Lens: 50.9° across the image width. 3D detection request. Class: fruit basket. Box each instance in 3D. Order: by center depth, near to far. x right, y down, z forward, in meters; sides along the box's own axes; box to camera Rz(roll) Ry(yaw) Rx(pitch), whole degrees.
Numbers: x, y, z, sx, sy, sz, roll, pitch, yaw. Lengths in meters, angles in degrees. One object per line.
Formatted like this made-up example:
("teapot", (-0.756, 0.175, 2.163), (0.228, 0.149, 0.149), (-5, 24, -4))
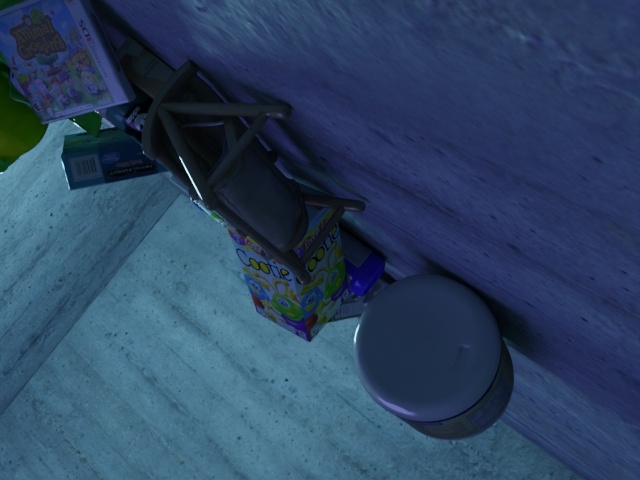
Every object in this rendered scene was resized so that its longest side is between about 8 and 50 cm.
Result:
("fruit basket", (-0.621, -0.314, 1.329), (0.392, 0.392, 0.283), (36, 173, 15))

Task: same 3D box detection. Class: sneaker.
("sneaker", (-0.312, -0.222, 1.269), (0.121, 0.108, 0.302), (39, -171, 4))
("sneaker", (0.129, 0.106, 1.572), (0.281, 0.105, 0.115), (39, -157, -27))

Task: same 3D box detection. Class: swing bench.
("swing bench", (-0.112, -0.099, 0.998), (0.255, 0.165, 0.253), (32, 172, 41))

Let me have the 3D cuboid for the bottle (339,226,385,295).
("bottle", (0.000, 0.000, 1.393), (0.283, 0.092, 0.118), (36, 168, 11))

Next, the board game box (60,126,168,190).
("board game box", (-0.449, -0.205, 1.536), (0.336, 0.254, 0.079), (-142, 41, -66))

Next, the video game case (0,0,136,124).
("video game case", (-0.424, -0.296, 1.090), (0.213, 0.023, 0.193), (-6, 120, 29))

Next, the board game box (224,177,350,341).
("board game box", (-0.053, 0.036, 1.253), (0.144, 0.142, 0.275), (24, 146, 29))

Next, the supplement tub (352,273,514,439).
("supplement tub", (0.209, 0.216, 1.169), (0.235, 0.235, 0.325), (34, 172, 30))

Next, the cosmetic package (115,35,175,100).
("cosmetic package", (-0.291, -0.282, 1.132), (0.115, 0.060, 0.041), (36, 175, -3))

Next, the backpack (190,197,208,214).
("backpack", (-0.320, -0.135, 2.024), (0.098, 0.120, 0.101), (33, 172, 27))

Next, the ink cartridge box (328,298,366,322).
("ink cartridge box", (0.056, 0.195, 2.036), (0.210, 0.062, 0.109), (-9, -165, -24))

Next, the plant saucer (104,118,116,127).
("plant saucer", (-0.548, -0.358, 1.843), (0.332, 0.084, 0.332), (36, 174, 5))

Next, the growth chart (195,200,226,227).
("growth chart", (-0.243, -0.083, 1.914), (0.172, 0.021, 0.237), (35, -157, 31))

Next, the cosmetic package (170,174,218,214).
("cosmetic package", (-0.279, -0.141, 1.790), (0.231, 0.117, 0.085), (32, 173, 30))
